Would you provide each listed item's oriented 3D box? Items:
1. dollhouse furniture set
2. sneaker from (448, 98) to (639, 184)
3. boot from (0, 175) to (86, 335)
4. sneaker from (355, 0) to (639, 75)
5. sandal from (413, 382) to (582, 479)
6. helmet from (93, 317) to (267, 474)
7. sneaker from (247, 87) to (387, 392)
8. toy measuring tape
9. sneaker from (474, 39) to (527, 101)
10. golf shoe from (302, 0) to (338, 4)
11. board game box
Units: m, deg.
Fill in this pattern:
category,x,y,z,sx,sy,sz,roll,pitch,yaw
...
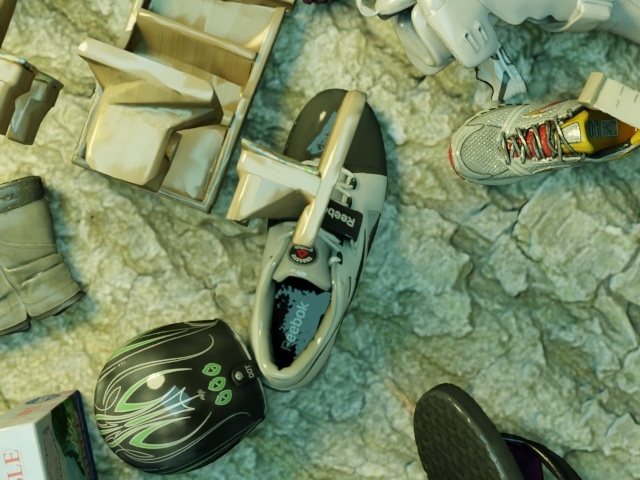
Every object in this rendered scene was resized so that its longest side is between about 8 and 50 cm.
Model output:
category,x,y,z,sx,sy,sz,roll,pitch,yaw
dollhouse furniture set,-0.139,-0.173,1.427,0.362,0.394,0.257,20,89,-2
sneaker,0.246,-0.115,1.588,0.225,0.093,0.088,-13,90,-1
boot,-0.385,0.037,1.580,0.246,0.083,0.161,-16,96,0
sneaker,0.210,-0.242,1.537,0.365,0.137,0.210,29,84,-17
sandal,0.243,0.327,1.576,0.107,0.167,0.446,-36,98,-27
helmet,-0.153,0.165,1.551,0.161,0.169,0.169,-23,91,-18
sneaker,0.000,0.000,1.558,0.122,0.146,0.331,11,88,0
toy measuring tape,0.421,-0.078,1.535,0.330,0.121,0.121,26,89,13
sneaker,0.180,-0.198,1.613,0.043,0.040,0.109,-30,86,10
golf shoe,0.064,-0.310,1.595,0.186,0.067,0.086,-11,89,-1
board game box,-0.254,0.319,1.462,0.065,0.318,0.319,-12,91,-2
